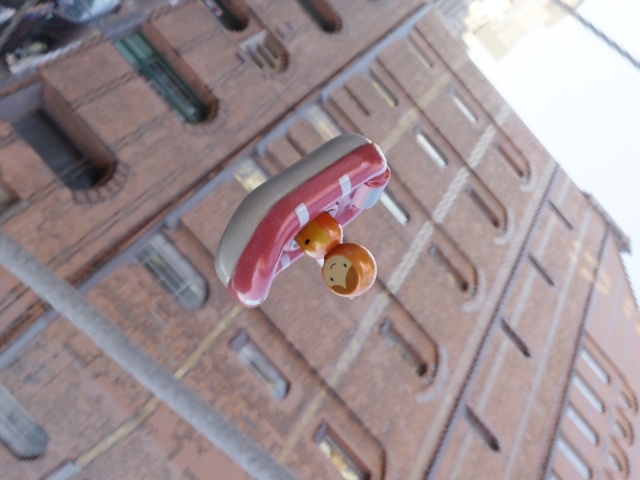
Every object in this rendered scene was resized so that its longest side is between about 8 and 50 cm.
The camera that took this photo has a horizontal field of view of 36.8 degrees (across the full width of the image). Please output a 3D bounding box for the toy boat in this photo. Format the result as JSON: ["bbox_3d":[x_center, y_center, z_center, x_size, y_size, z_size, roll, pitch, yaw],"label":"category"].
[{"bbox_3d":[0.000,0.000,1.056,0.231,0.151,0.151,-36,166,-24],"label":"toy boat"}]
